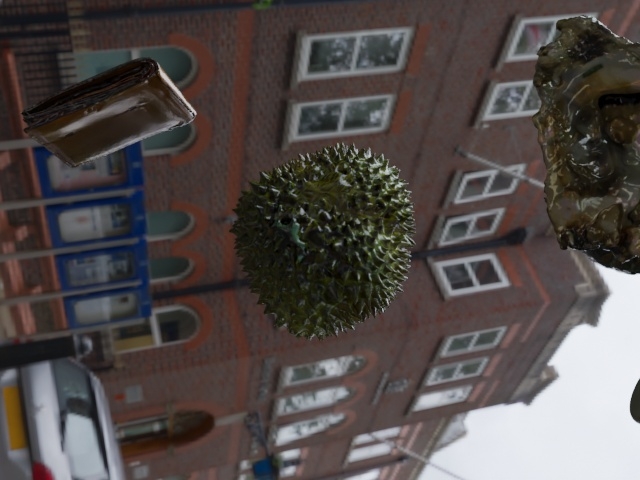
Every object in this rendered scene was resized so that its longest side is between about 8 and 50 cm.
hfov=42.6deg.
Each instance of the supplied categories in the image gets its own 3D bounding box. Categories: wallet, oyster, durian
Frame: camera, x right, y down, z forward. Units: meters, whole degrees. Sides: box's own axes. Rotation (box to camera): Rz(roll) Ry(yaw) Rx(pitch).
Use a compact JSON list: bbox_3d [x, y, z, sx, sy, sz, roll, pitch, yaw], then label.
[{"bbox_3d":[-0.280,-0.169,1.096,0.161,0.195,0.042,56,11,-75],"label":"wallet"},{"bbox_3d":[0.384,-0.132,1.049,0.201,0.107,0.355,-15,-105,33],"label":"oyster"},{"bbox_3d":[-0.003,-0.001,1.164,0.224,0.291,0.291,14,63,-67],"label":"durian"}]

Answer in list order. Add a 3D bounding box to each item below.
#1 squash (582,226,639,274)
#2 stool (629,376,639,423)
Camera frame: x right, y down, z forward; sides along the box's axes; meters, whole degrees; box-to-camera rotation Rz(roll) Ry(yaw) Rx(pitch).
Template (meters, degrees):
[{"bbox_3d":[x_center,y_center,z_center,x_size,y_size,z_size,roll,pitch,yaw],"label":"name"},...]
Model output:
[{"bbox_3d":[0.565,-0.061,1.473,0.252,0.165,0.252,12,-67,31],"label":"squash"},{"bbox_3d":[0.819,0.367,1.812,0.195,0.198,0.195,-55,-179,7],"label":"stool"}]
